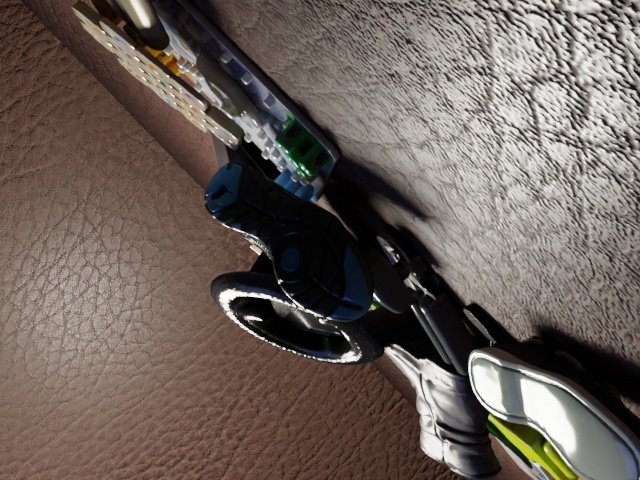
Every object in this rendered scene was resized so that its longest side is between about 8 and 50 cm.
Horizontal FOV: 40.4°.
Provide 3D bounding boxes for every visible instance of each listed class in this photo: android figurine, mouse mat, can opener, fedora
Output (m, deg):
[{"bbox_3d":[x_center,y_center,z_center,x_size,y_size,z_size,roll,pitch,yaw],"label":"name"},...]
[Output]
[{"bbox_3d":[0.350,0.324,1.525,0.273,0.056,0.248,48,172,-29],"label":"android figurine"},{"bbox_3d":[0.336,0.347,1.681,0.189,0.007,0.153,42,-165,-31],"label":"mouse mat"},{"bbox_3d":[0.143,0.106,1.285,0.283,0.095,0.076,57,168,-31],"label":"can opener"},{"bbox_3d":[-0.020,0.086,1.468,0.334,0.153,0.334,17,159,7],"label":"fedora"}]

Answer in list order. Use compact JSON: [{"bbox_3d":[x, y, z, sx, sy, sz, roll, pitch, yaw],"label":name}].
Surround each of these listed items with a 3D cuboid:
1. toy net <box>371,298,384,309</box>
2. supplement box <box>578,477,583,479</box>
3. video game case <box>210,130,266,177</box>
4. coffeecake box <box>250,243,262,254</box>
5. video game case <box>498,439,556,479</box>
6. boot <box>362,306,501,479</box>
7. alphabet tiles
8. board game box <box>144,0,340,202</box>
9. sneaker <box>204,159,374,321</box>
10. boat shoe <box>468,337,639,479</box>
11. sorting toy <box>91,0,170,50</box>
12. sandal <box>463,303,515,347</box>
[{"bbox_3d":[0.165,0.175,1.767,0.232,0.045,0.122,49,171,-33],"label":"toy net"},{"bbox_3d":[0.485,0.480,1.565,0.078,0.080,0.233,42,171,5],"label":"supplement box"},{"bbox_3d":[-0.113,-0.083,1.675,0.285,0.025,0.204,51,-167,-37],"label":"video game case"},{"bbox_3d":[-0.062,0.019,1.837,0.185,0.068,0.142,43,-164,-22],"label":"coffeecake box"},{"bbox_3d":[0.481,0.510,1.977,0.201,0.023,0.183,51,171,-34],"label":"video game case"},{"bbox_3d":[0.178,0.261,1.513,0.338,0.118,0.223,36,137,58],"label":"boot"},{"bbox_3d":[-0.223,-0.229,1.226,0.284,0.021,0.278,38,175,-4],"label":"alphabet tiles"},{"bbox_3d":[-0.141,-0.210,1.288,0.390,0.050,0.390,45,173,1],"label":"board game box"},{"bbox_3d":[-0.023,-0.002,1.260,0.341,0.125,0.139,44,-169,37],"label":"sneaker"},{"bbox_3d":[0.281,0.178,0.974,0.302,0.091,0.114,-145,44,-61],"label":"boat shoe"},{"bbox_3d":[-0.288,-0.328,1.103,0.229,0.041,0.307,43,170,19],"label":"sorting toy"},{"bbox_3d":[0.256,0.163,1.199,0.179,0.040,0.067,44,173,6],"label":"sandal"}]
